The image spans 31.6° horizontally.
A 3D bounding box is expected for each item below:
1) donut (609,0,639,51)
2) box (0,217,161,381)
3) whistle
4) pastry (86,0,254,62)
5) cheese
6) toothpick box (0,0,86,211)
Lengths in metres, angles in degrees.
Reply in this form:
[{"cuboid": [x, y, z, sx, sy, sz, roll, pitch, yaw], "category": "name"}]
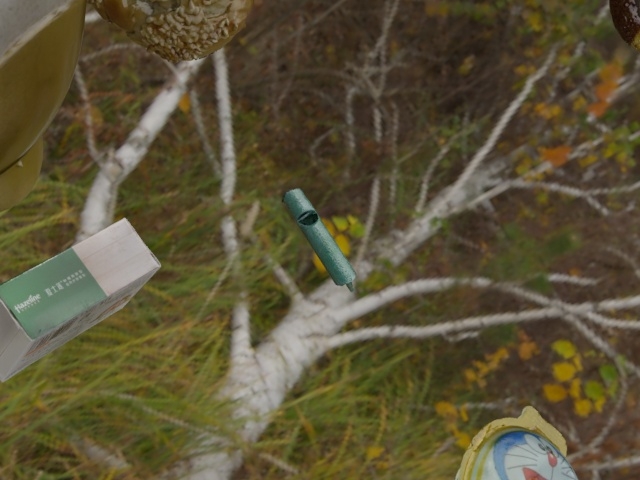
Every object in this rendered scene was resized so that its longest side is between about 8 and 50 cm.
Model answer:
[{"cuboid": [0.396, -0.277, 1.300, 0.059, 0.140, 0.140, -14, 75, -44], "category": "donut"}, {"cuboid": [-0.302, 0.069, 1.328, 0.199, 0.135, 0.081, -31, 83, -40], "category": "box"}, {"cuboid": [0.000, 0.000, 1.704, 0.039, 0.039, 0.186, 5, 45, -49], "category": "whistle"}, {"cuboid": [-0.261, -0.427, 1.810, 0.311, 0.255, 0.162, 38, 30, 3], "category": "pastry"}, {"cuboid": [0.165, 0.268, 0.972, 0.177, 0.069, 0.270, 44, 51, -24], "category": "cheese"}, {"cuboid": [-0.453, -0.241, 1.176, 0.409, 0.425, 0.409, 5, 55, -7], "category": "toothpick box"}]
